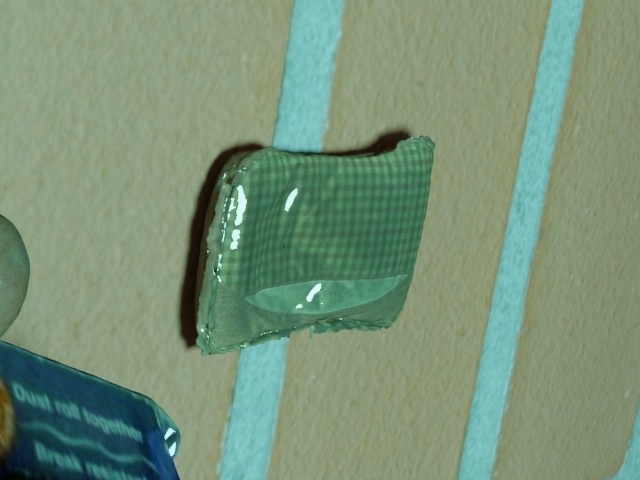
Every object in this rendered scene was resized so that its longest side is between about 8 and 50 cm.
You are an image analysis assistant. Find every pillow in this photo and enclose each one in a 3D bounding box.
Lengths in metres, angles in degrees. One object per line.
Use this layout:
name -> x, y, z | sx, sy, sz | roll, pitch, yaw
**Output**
pillow -> -0.001, 0.003, 1.070 | 0.211, 0.034, 0.135 | -9, 115, -48

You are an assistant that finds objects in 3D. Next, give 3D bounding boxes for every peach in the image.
peach -> -0.181, 0.018, 0.809 | 0.083, 0.083, 0.083 | -27, 127, -42

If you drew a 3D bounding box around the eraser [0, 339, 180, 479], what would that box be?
eraser -> -0.204, 0.108, 0.766 | 0.155, 0.101, 0.332 | -31, 147, 20
